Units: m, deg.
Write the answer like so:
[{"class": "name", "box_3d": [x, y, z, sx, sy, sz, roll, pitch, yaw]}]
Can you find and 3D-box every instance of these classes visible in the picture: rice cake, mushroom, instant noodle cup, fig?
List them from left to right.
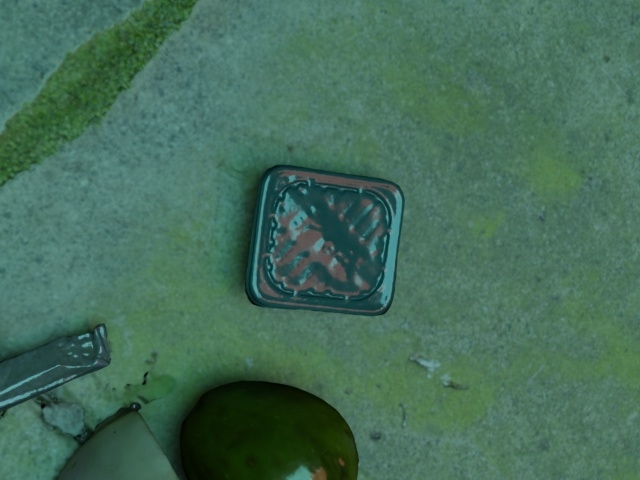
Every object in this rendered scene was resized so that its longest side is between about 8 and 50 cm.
[{"class": "rice cake", "box_3d": [-0.340, 0.156, 1.034, 0.269, 0.049, 0.055, -25, 82, -18]}, {"class": "mushroom", "box_3d": [-0.192, 0.326, 1.045, 0.162, 0.173, 0.236, -29, 106, -14]}, {"class": "fig", "box_3d": [-0.059, 0.233, 1.085, 0.191, 0.181, 0.181, 30, 84, 1]}, {"class": "instant noodle cup", "box_3d": [0.000, 0.000, 1.138, 0.179, 0.070, 0.157, 7, 92, -22]}]
